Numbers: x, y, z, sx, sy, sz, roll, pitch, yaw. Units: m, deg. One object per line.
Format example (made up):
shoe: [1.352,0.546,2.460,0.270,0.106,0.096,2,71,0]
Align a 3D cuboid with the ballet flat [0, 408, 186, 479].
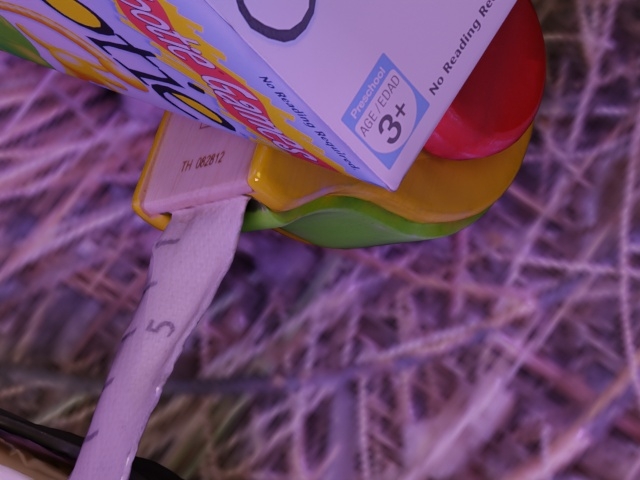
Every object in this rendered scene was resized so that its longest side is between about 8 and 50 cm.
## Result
ballet flat: [-0.166,0.069,0.655,0.280,0.096,0.095,13,78,4]

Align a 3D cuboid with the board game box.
board game box: [-0.070,-0.139,0.611,0.275,0.142,0.144,22,75,45]

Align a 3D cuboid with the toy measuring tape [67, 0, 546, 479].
toy measuring tape: [0.000,0.000,0.649,0.121,0.121,0.330,17,66,4]
